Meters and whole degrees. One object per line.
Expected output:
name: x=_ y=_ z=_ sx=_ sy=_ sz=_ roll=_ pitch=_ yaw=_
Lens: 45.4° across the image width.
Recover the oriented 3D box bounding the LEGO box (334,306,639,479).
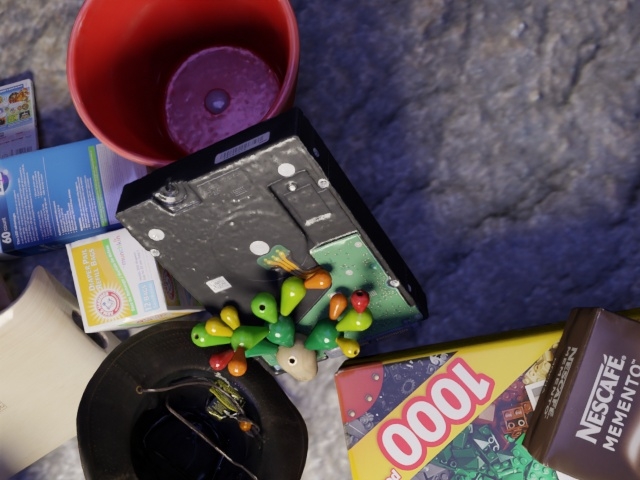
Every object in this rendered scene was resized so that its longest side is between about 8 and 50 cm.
LEGO box: x=0.295 y=0.290 z=0.925 sx=0.499 sy=0.193 sz=0.373 roll=-11 pitch=83 yaw=4

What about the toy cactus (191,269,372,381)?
toy cactus: x=-0.036 y=0.123 z=0.907 sx=0.218 sy=0.181 sz=0.112 roll=-17 pitch=52 yaw=5

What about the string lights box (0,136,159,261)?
string lights box: x=-0.356 y=-0.061 z=1.071 sx=0.259 sy=0.077 sz=0.134 roll=-12 pitch=84 yaw=4

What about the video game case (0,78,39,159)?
video game case: x=-0.454 y=-0.168 z=1.111 sx=0.087 sy=0.011 sz=0.122 roll=-13 pitch=75 yaw=9

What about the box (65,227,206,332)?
box: x=-0.230 y=0.051 z=0.986 sx=0.103 sy=0.203 sz=0.114 roll=-15 pitch=84 yaw=3

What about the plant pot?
plant pot: x=-0.149 y=-0.203 z=0.984 sx=0.274 sy=0.243 sz=0.275 roll=0 pitch=85 yaw=5

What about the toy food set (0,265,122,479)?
toy food set: x=-0.425 y=0.190 z=1.010 sx=0.306 sy=0.092 sz=0.220 roll=-33 pitch=127 yaw=2

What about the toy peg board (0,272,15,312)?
toy peg board: x=-0.502 y=0.116 z=1.031 sx=0.161 sy=0.079 sz=0.161 roll=-14 pitch=113 yaw=4

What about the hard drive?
hard drive: x=-0.043 y=0.021 z=0.908 sx=0.236 sy=0.339 sz=0.064 roll=-21 pitch=40 yaw=21

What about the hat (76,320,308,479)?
hat: x=-0.176 y=0.268 z=0.959 sx=0.331 sy=0.331 sz=0.134 roll=51 pitch=126 yaw=7

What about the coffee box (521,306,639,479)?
coffee box: x=0.378 y=0.196 z=0.769 sx=0.297 sy=0.119 sz=0.168 roll=20 pitch=87 yaw=6
